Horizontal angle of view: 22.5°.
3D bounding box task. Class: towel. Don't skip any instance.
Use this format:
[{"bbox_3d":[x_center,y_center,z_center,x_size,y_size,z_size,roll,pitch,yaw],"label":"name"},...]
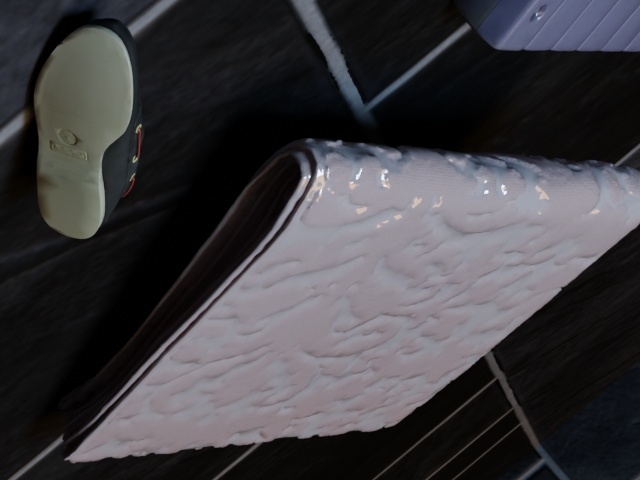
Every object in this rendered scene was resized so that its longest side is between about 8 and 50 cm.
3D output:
[{"bbox_3d":[0.024,0.042,1.087,0.332,0.053,0.317,0,145,-44],"label":"towel"}]

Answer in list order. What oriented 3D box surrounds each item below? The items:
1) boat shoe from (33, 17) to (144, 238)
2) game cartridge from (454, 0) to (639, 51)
[{"bbox_3d":[-0.110,-0.059,0.782,0.133,0.049,0.042,106,11,-46],"label":"boat shoe"},{"bbox_3d":[0.256,-0.257,0.985,0.230,0.068,0.355,-4,140,-52],"label":"game cartridge"}]
